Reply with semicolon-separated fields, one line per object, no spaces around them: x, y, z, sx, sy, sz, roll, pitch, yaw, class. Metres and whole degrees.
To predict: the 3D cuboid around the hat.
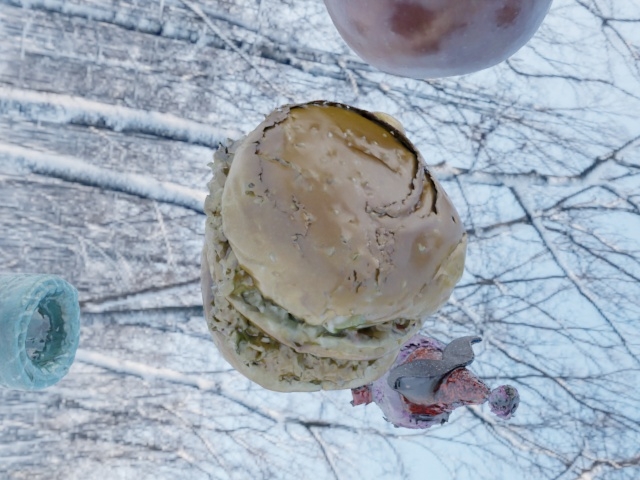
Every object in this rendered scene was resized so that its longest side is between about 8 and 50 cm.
0.152;0.183;0.845;0.227;0.140;0.128;-9;-102;63;hat

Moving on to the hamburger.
-0.007;0.008;0.642;0.260;0.245;0.211;43;-46;8;hamburger

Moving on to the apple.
0.134;-0.324;0.800;0.306;0.235;0.305;-10;-120;18;apple

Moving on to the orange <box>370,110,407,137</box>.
0.127;-0.217;1.551;0.134;0.157;0.156;52;-49;55;orange

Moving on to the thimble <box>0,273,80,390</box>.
-0.552;0.164;1.264;0.235;0.143;0.198;-74;158;-43;thimble
